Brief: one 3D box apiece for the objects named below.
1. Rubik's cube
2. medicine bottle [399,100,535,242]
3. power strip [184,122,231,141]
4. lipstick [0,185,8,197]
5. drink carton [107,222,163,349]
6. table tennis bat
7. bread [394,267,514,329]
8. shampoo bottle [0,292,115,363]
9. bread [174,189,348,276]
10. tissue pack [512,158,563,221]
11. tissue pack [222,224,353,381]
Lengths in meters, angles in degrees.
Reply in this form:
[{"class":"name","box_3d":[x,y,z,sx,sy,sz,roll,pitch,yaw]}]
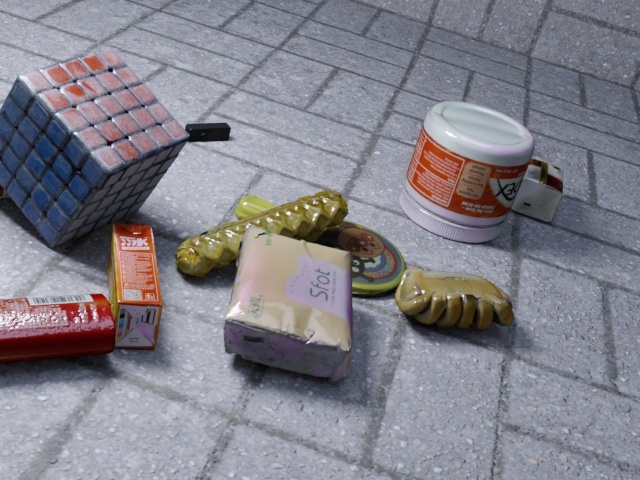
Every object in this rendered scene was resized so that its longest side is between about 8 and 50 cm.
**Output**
[{"class":"Rubik's cube","box_3d":[-0.426,-0.167,1.564,0.237,0.237,0.238,50,38,4]},{"class":"medicine bottle","box_3d":[0.328,-0.159,1.965,0.253,0.241,0.252,12,31,-7]},{"class":"power strip","box_3d":[-0.264,-0.253,2.039,0.111,0.038,0.029,-7,38,-32]},{"class":"lipstick","box_3d":[-0.544,-0.116,1.653,0.068,0.061,0.274,27,30,31]},{"class":"drink carton","box_3d":[-0.307,0.070,1.423,0.071,0.096,0.223,5,32,-18]},{"class":"table tennis bat","box_3d":[0.000,0.000,1.731,0.369,0.054,0.224,25,35,10]},{"class":"bread","box_3d":[0.246,0.114,1.633,0.225,0.081,0.134,6,26,-14]},{"class":"shampoo bottle","box_3d":[-0.462,0.131,1.269,0.314,0.076,0.118,-2,36,-28]},{"class":"bread","box_3d":[-0.104,-0.017,1.631,0.368,0.077,0.084,-22,6,-29]},{"class":"tissue pack","box_3d":[0.538,-0.128,2.152,0.106,0.099,0.148,20,30,5]},{"class":"tissue pack","box_3d":[-0.051,0.106,1.465,0.215,0.123,0.256,14,37,-7]}]
